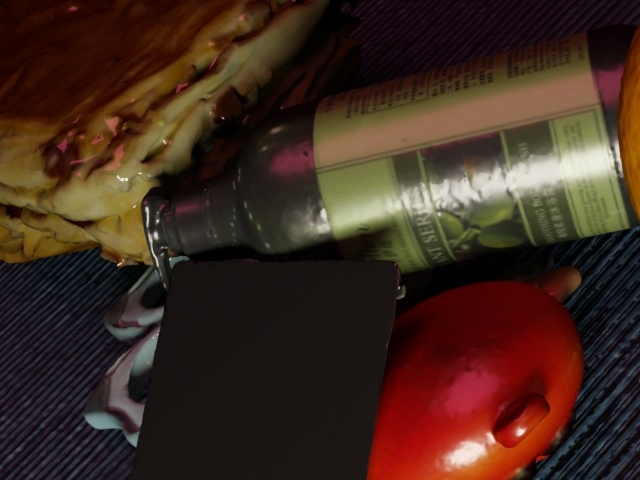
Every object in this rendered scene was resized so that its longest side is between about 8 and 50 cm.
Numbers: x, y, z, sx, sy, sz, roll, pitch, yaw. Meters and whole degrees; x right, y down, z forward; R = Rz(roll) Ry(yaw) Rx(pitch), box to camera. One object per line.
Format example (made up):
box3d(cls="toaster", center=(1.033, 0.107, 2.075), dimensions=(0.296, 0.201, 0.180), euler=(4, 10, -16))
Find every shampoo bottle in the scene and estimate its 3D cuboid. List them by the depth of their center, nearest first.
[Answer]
box3d(cls="shampoo bottle", center=(0.035, -0.032, 0.613), dimensions=(0.284, 0.101, 0.101), euler=(-12, 43, 18))

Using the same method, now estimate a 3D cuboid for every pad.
box3d(cls="pad", center=(-0.041, 0.138, 0.563), dimensions=(0.159, 0.009, 0.265), euler=(0, 75, 41))

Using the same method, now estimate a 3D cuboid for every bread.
box3d(cls="bread", center=(-0.135, -0.096, 0.848), dimensions=(0.324, 0.167, 0.277), euler=(11, 49, 40))

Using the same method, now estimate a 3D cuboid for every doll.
box3d(cls="doll", center=(0.062, 0.067, 0.592), dimensions=(0.183, 0.085, 0.217), euler=(-46, 21, -19))

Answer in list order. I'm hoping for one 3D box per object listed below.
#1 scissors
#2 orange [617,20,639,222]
box3d(cls="scissors", center=(-0.001, -0.001, 0.714), dimensions=(0.360, 0.029, 0.191), euler=(-32, 28, 20))
box3d(cls="orange", center=(0.229, -0.037, 0.467), dimensions=(0.171, 0.240, 0.240), euler=(118, 166, -45))
